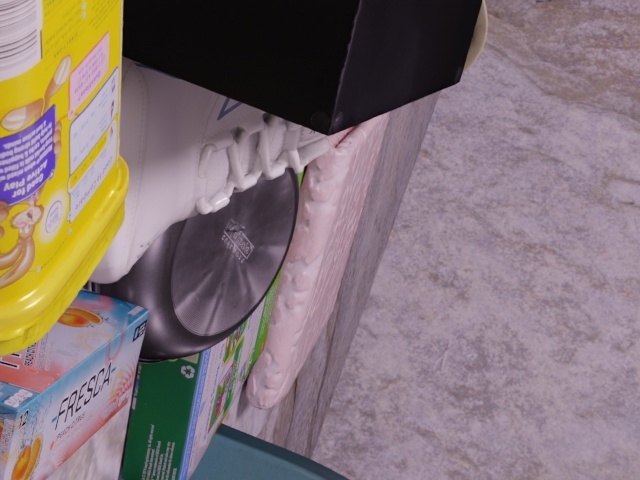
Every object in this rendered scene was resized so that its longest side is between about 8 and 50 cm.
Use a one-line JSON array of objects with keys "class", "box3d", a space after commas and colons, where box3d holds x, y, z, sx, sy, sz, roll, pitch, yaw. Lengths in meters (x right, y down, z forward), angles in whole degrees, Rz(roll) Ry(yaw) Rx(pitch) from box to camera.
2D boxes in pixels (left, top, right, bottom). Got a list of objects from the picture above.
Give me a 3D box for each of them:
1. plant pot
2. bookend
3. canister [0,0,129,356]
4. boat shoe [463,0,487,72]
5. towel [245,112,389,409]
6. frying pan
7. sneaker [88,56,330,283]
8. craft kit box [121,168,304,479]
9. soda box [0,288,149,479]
[{"class": "plant pot", "box3d": [-0.040, 0.285, 1.214, 0.165, 0.234, 0.165, 54, 54, -80]}, {"class": "bookend", "box3d": [-0.020, -0.123, 0.622, 0.156, 0.157, 0.072, -30, 139, -59]}, {"class": "canister", "box3d": [-0.121, -0.058, 0.486, 0.126, 0.073, 0.169, -64, 167, -49]}, {"class": "boat shoe", "box3d": [0.008, -0.231, 0.692, 0.103, 0.113, 0.302, -108, -179, -64]}, {"class": "towel", "box3d": [0.000, 0.000, 1.552, 0.317, 0.053, 0.331, -56, 162, -68]}, {"class": "frying pan", "box3d": [-0.037, -0.043, 0.878, 0.326, 0.053, 0.197, -45, 144, -34]}, {"class": "sneaker", "box3d": [-0.054, -0.079, 0.701, 0.297, 0.129, 0.111, -62, 175, -46]}, {"class": "craft kit box", "box3d": [-0.082, 0.043, 1.062, 0.246, 0.061, 0.249, -54, 160, -61]}, {"class": "soda box", "box3d": [-0.147, 0.076, 0.646, 0.183, 0.058, 0.063, -47, 153, -75]}]
